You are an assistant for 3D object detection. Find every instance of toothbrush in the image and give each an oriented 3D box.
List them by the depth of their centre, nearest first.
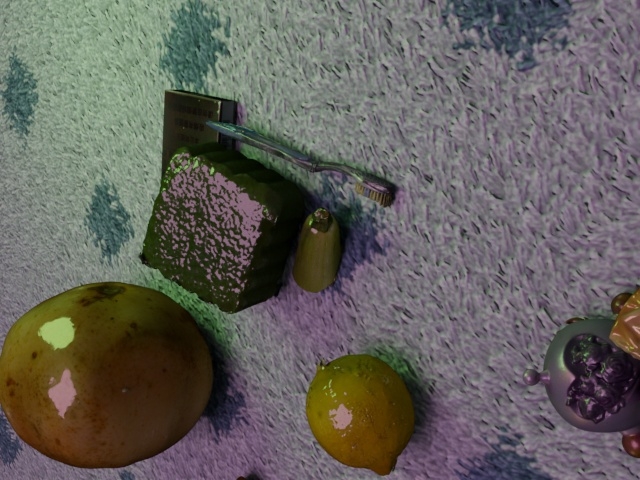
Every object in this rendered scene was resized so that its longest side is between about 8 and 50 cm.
[{"bbox_3d":[-0.047,-0.146,1.289,0.413,0.035,0.042,26,118,30],"label":"toothbrush"}]

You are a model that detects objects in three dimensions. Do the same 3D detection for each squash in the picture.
[{"bbox_3d":[0.002,0.000,1.274,0.200,0.075,0.090,105,150,-50],"label":"squash"}]

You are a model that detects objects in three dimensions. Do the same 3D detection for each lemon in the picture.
[{"bbox_3d":[0.066,0.277,1.202,0.173,0.173,0.206,-37,69,40],"label":"lemon"}]

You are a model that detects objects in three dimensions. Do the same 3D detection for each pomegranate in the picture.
[{"bbox_3d":[-0.426,0.281,1.510,0.416,0.416,0.417,10,105,41],"label":"pomegranate"}]

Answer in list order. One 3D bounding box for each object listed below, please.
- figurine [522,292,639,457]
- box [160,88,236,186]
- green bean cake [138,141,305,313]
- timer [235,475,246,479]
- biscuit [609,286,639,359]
[{"bbox_3d":[0.402,0.174,0.905,0.274,0.133,0.194,20,97,36],"label":"figurine"},{"bbox_3d":[-0.250,-0.128,1.496,0.180,0.047,0.325,19,110,39],"label":"box"},{"bbox_3d":[-0.172,-0.026,1.345,0.247,0.156,0.250,28,109,18],"label":"green bean cake"},{"bbox_3d":[-0.140,0.572,1.501,0.152,0.132,0.132,34,122,9],"label":"timer"},{"bbox_3d":[0.495,0.110,0.801,0.309,0.040,0.204,33,90,23],"label":"biscuit"}]
